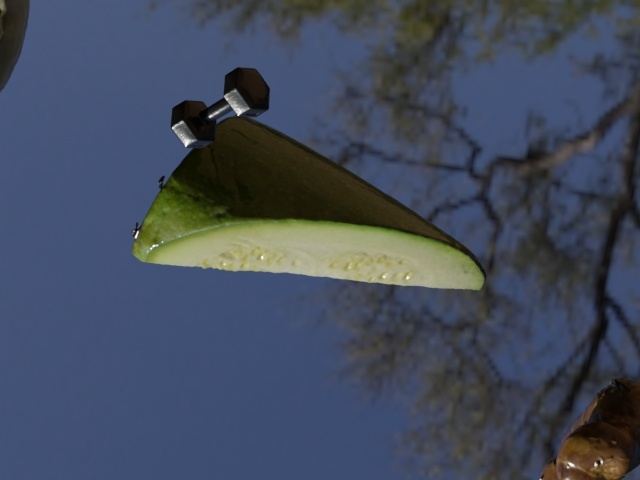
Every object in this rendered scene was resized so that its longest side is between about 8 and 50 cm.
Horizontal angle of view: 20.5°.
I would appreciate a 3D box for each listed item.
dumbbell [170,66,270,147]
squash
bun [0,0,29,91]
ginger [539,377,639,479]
[{"bbox_3d":[-0.077,-0.100,1.353,0.083,0.040,0.036,-27,-165,36],"label":"dumbbell"},{"bbox_3d":[0.000,0.000,1.647,0.289,0.111,0.203,35,-123,8],"label":"squash"},{"bbox_3d":[-0.496,-0.266,1.965,0.364,0.364,0.202,7,-175,1],"label":"bun"},{"bbox_3d":[0.235,0.189,1.499,0.073,0.162,0.103,35,-122,7],"label":"ginger"}]
